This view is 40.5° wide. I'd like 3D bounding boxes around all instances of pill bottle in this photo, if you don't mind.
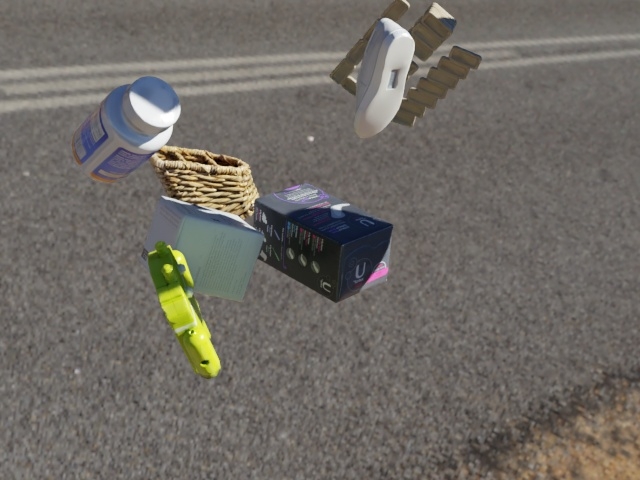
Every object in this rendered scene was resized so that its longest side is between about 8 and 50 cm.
[{"bbox_3d":[-0.403,-0.234,1.816,0.152,0.272,0.152,16,63,-33],"label":"pill bottle"}]

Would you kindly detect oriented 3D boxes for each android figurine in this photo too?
[{"bbox_3d":[-0.241,0.119,1.540,0.056,0.272,0.248,-20,42,-6],"label":"android figurine"}]

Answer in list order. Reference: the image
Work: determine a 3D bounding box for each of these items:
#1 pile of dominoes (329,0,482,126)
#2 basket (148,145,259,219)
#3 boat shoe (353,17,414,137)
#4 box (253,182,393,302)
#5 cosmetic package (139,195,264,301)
[{"bbox_3d":[0.162,-0.335,1.641,0.196,0.251,0.040,37,46,-11],"label":"pile of dominoes"},{"bbox_3d":[-0.286,-0.162,2.136,0.213,0.223,0.299,-27,19,-9],"label":"basket"},{"bbox_3d":[0.079,-0.232,1.248,0.066,0.184,0.063,-15,52,-22],"label":"boat shoe"},{"bbox_3d":[0.000,0.000,1.867,0.165,0.143,0.270,-21,36,-41],"label":"box"},{"bbox_3d":[-0.243,0.017,1.768,0.184,0.151,0.151,15,9,-33],"label":"cosmetic package"}]
